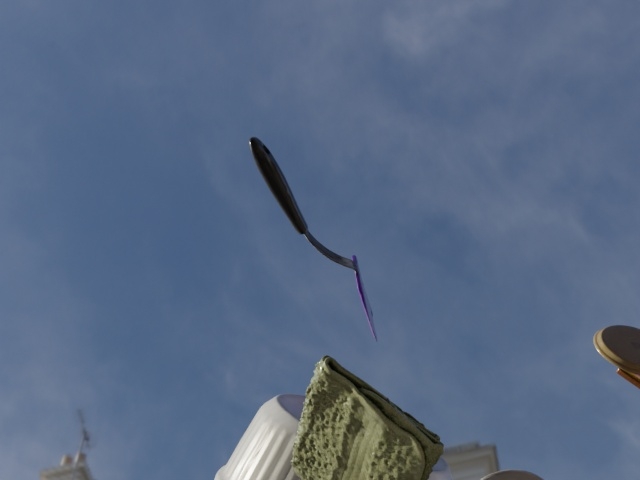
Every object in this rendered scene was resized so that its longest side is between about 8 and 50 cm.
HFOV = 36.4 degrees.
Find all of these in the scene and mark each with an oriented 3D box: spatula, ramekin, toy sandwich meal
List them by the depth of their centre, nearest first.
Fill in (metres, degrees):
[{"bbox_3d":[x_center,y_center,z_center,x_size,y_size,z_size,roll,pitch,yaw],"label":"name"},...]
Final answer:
[{"bbox_3d":[0.298,0.113,0.924,0.085,0.085,0.029,7,-61,-6],"label":"toy sandwich meal"},{"bbox_3d":[0.000,0.000,1.083,0.030,0.084,0.296,-29,-58,13],"label":"spatula"},{"bbox_3d":[0.024,0.272,1.094,0.273,0.273,0.127,21,-88,-12],"label":"ramekin"}]

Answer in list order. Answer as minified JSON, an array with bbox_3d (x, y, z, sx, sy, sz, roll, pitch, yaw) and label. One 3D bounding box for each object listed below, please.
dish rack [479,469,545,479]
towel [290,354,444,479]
[{"bbox_3d":[0.132,0.406,0.901,0.333,0.072,0.285,-32,-100,-7],"label":"dish rack"},{"bbox_3d":[0.027,0.153,0.692,0.110,0.027,0.148,36,-40,21],"label":"towel"}]
